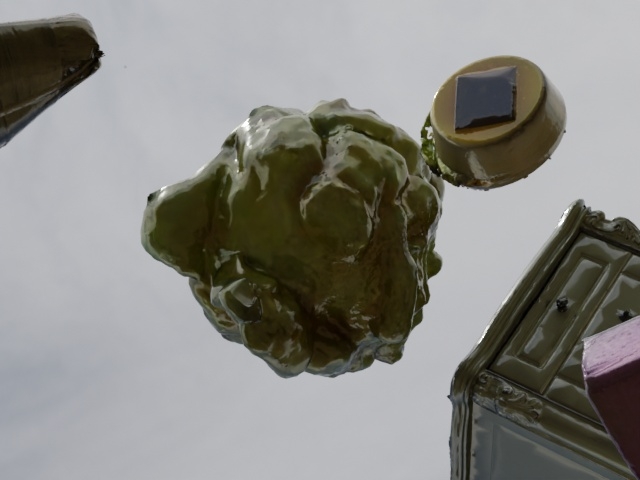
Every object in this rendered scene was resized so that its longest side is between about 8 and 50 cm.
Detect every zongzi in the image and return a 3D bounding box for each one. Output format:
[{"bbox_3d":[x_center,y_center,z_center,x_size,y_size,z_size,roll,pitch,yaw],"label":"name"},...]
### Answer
[{"bbox_3d":[-0.273,-0.115,1.208,0.160,0.078,0.176,-8,-55,-18],"label":"zongzi"}]

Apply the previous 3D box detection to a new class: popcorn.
[{"bbox_3d":[-0.001,-0.002,1.369,0.274,0.335,0.279,39,-96,10],"label":"popcorn"}]

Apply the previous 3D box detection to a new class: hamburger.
[{"bbox_3d":[0.158,-0.105,1.249,0.141,0.126,0.081,-22,-44,9],"label":"hamburger"}]

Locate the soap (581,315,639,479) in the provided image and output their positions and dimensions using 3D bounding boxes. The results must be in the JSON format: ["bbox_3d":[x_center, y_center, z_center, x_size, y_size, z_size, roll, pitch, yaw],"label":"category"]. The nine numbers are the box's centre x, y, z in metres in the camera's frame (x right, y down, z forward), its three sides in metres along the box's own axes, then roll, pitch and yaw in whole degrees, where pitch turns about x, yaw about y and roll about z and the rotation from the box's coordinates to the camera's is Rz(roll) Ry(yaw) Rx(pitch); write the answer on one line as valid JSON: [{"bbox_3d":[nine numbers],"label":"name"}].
[{"bbox_3d":[0.336,0.102,0.931,0.259,0.081,0.181,-26,-72,23],"label":"soap"}]

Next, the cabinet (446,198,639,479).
[{"bbox_3d":[0.338,0.170,1.401,0.318,0.227,0.290,24,-125,24],"label":"cabinet"}]
